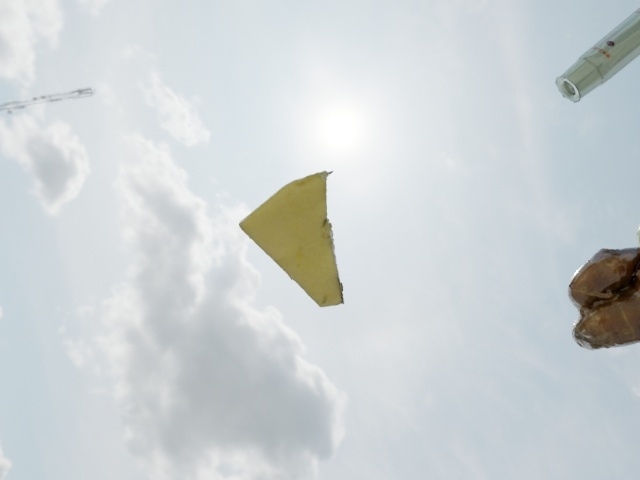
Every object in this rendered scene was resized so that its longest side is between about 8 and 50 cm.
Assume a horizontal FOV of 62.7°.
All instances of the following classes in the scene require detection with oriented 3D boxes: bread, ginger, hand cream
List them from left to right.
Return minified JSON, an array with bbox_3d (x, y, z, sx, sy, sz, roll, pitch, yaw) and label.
[{"bbox_3d":[0.000,0.000,1.035,0.198,0.263,0.236,-39,-89,1],"label":"bread"},{"bbox_3d":[0.334,0.050,0.538,0.162,0.073,0.103,-19,-101,30],"label":"ginger"},{"bbox_3d":[0.510,-0.333,0.804,0.058,0.331,0.085,51,2,-44],"label":"hand cream"}]

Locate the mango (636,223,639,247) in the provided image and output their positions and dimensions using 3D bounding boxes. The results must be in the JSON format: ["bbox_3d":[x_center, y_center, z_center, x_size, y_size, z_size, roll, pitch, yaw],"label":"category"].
[{"bbox_3d":[0.536,-0.008,0.816,0.074,0.165,0.091,26,-86,54],"label":"mango"}]
